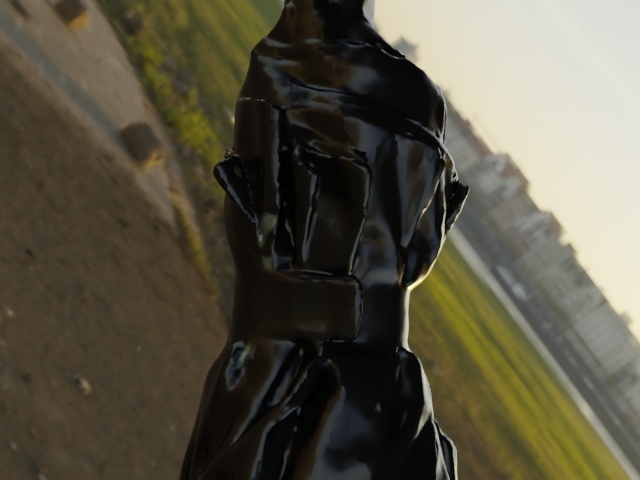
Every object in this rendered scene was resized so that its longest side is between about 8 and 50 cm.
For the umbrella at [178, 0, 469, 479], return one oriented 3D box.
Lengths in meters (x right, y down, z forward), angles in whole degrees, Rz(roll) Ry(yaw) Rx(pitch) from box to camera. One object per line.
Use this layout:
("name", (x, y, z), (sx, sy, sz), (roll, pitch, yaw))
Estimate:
("umbrella", (0.000, 0.000, 0.467), (0.118, 0.118, 0.340), (33, 56, -74))
